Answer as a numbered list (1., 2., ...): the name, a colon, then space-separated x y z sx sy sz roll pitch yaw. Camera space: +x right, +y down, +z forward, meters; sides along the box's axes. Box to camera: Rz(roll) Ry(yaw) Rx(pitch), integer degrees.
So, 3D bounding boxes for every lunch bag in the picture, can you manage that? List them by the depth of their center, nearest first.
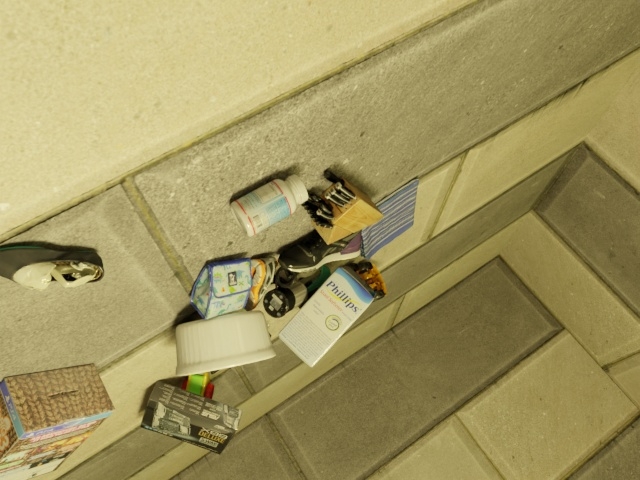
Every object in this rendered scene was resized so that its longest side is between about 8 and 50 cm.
1. lunch bag: -0.248 0.115 1.315 0.128 0.096 0.151 -10 128 -45

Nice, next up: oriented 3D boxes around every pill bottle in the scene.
1. pill bottle: -0.111 -0.081 1.127 0.160 0.087 0.087 -30 157 -16

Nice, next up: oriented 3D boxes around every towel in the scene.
1. towel: 0.234 -0.062 1.751 0.243 0.040 0.336 -35 158 -8

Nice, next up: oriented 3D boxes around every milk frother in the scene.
1. milk frother: -0.091 0.140 1.516 0.143 0.129 0.134 -32 175 25

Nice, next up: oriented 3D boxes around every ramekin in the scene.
1. ramekin: -0.270 0.281 1.426 0.276 0.135 0.277 -10 171 -2

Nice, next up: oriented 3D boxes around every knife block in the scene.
1. knife block: 0.074 -0.108 1.347 0.275 0.088 0.242 -23 155 -29

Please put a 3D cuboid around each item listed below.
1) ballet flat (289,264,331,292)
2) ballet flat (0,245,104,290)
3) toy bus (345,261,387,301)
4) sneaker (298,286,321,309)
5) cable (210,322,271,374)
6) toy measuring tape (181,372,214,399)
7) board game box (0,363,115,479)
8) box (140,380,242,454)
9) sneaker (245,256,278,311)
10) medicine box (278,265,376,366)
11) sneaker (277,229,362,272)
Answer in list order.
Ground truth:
1. ballet flat: -0.080 0.150 1.670 0.247 0.083 0.087 -34 134 -7
2. ballet flat: -0.463 0.051 0.883 0.074 0.074 0.203 -46 156 21
3. toy bus: 0.112 0.189 1.962 0.211 0.150 0.220 -32 162 33
4. sneaker: -0.019 0.217 1.865 0.118 0.083 0.222 -31 157 -15
5. cable: -0.292 0.389 1.878 0.287 0.072 0.139 -32 178 21
6. toy measuring tape: -0.434 0.508 1.770 0.121 0.121 0.330 -29 157 -20
7. board game box: -0.697 0.456 1.241 0.291 0.141 0.232 -44 157 18
8. box: -0.447 0.614 1.763 0.077 0.307 0.242 -76 -168 -45
9. sneaker: -0.177 0.125 1.450 0.083 0.084 0.215 -24 155 -42
10. medicine box: 0.032 0.233 1.652 0.289 0.149 0.263 -49 173 3
11. sneaker: 0.000 0.000 1.483 0.283 0.107 0.124 -16 126 -35
